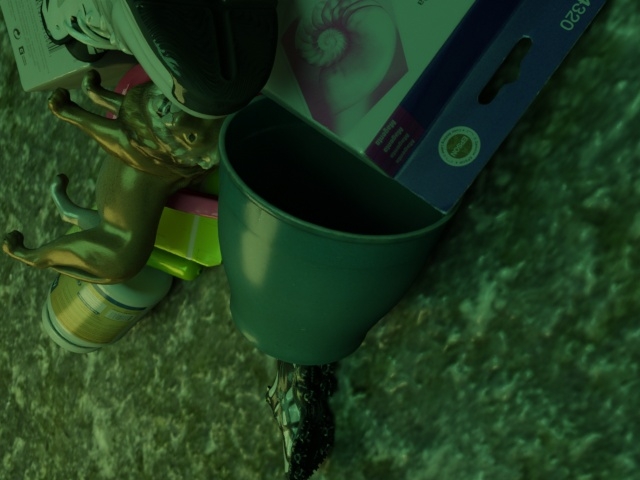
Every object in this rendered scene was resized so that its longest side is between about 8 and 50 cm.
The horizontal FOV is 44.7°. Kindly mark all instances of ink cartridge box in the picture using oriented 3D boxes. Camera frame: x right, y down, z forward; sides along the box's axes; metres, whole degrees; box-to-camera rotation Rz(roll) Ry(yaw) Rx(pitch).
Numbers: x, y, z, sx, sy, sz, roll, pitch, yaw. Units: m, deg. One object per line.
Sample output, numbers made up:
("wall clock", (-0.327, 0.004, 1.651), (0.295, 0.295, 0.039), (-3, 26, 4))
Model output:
("ink cartridge box", (0.093, -0.249, 0.828), (0.330, 0.071, 0.324), (37, 93, 24))

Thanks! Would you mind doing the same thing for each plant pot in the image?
("plant pot", (0.000, 0.000, 0.927), (0.272, 0.272, 0.255), (37, 134, 23))

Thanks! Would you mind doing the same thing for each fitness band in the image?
("fitness band", (-0.163, -0.141, 1.056), (0.291, 0.054, 0.208), (15, 103, 21))

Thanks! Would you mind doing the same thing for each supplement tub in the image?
("supplement tub", (-0.343, 0.081, 1.241), (0.200, 0.144, 0.144), (-40, 77, 34))

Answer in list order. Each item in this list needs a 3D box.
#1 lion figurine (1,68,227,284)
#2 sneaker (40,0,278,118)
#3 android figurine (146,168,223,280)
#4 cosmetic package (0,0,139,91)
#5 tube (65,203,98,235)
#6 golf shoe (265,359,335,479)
("lion figurine", (-0.251, -0.065, 1.018), (0.240, 0.142, 0.392), (30, 121, 4))
("sneaker", (-0.197, -0.258, 0.890), (0.257, 0.169, 0.447), (-55, 50, 45))
("android figurine", (-0.193, -0.064, 1.139), (0.273, 0.056, 0.248), (17, 104, 20))
("cosmetic package", (-0.324, -0.306, 1.115), (0.152, 0.184, 0.151), (-9, 96, 35))
("tube", (-0.323, -0.052, 1.253), (0.240, 0.062, 0.070), (-33, 121, 31))
("golf shoe", (-0.033, 0.247, 1.114), (0.094, 0.077, 0.198), (16, 103, 43))
